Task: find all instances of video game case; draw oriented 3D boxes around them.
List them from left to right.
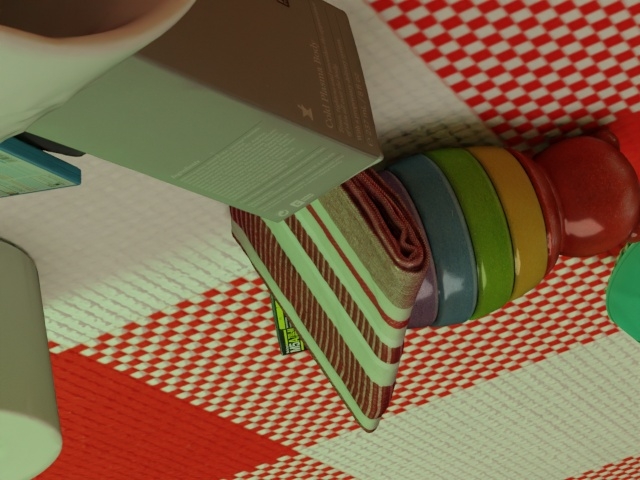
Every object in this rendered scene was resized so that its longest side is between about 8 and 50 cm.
[{"bbox_3d":[-0.283,-0.051,1.258,0.166,0.015,0.119,-8,165,22],"label":"video game case"}]

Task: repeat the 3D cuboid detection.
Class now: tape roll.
[{"bbox_3d":[-0.357,0.119,1.448,0.246,0.169,0.246,-10,153,-5],"label":"tape roll"}]

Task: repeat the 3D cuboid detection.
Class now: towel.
[{"bbox_3d":[0.000,0.000,1.306,0.037,0.237,0.329,-27,159,-16],"label":"towel"}]

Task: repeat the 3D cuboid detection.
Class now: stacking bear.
[{"bbox_3d":[0.143,-0.012,1.450,0.289,0.175,0.164,-17,163,-14],"label":"stacking bear"}]

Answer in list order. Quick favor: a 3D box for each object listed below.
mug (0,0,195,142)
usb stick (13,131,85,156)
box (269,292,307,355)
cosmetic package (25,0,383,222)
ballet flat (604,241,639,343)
[{"bbox_3d":[-0.288,-0.182,0.815,0.374,0.276,0.328,42,135,-24],"label":"mug"},{"bbox_3d":[-0.272,-0.107,1.174,0.278,0.045,0.077,10,147,-38],"label":"usb stick"},{"bbox_3d":[0.041,0.045,1.631,0.184,0.045,0.190,-10,155,-1],"label":"box"},{"bbox_3d":[-0.083,-0.110,1.016,0.107,0.127,0.238,-30,149,30],"label":"cosmetic package"},{"bbox_3d":[0.416,-0.023,1.579,0.147,0.147,0.409,-2,152,-21],"label":"ballet flat"}]
